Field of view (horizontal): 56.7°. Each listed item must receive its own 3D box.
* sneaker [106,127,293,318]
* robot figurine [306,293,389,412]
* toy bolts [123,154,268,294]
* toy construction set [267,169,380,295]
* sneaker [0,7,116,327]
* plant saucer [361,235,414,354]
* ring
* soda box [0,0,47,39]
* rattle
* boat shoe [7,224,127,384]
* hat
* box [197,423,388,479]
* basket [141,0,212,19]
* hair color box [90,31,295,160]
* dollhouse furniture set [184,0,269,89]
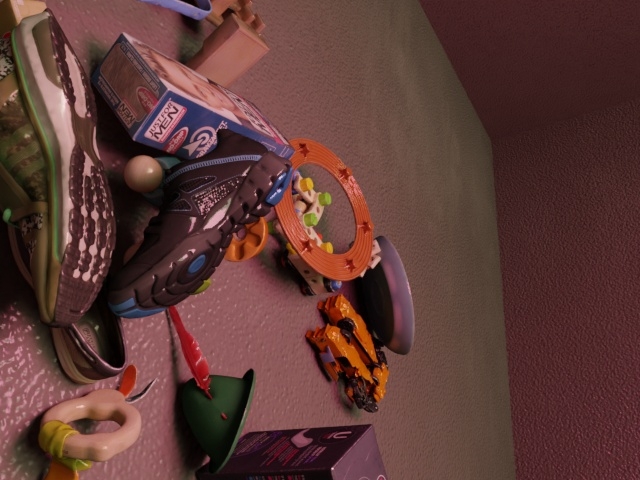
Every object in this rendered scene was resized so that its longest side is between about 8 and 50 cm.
[{"bbox_3d":[-0.193,-0.029,0.875,0.140,0.125,0.341,37,62,11],"label":"sneaker"},{"bbox_3d":[0.080,0.284,1.460,0.290,0.085,0.211,59,33,-26],"label":"robot figurine"},{"bbox_3d":[-0.223,-0.043,0.961,0.158,0.219,0.228,17,53,-67],"label":"toy bolts"},{"bbox_3d":[0.000,0.000,1.400,0.328,0.151,0.214,41,43,-30],"label":"toy construction set"},{"bbox_3d":[-0.378,-0.083,0.750,0.158,0.182,0.409,84,-6,-75],"label":"sneaker"},{"bbox_3d":[0.165,0.146,1.553,0.317,0.044,0.317,171,-90,-79],"label":"plant saucer"},{"bbox_3d":[0.018,-0.074,1.307,0.337,0.032,0.336,27,51,-40],"label":"ring"},{"bbox_3d":[-0.413,-0.250,0.859,0.061,0.058,0.181,-24,98,-61],"label":"soda box"},{"bbox_3d":[-0.299,0.276,0.821,0.199,0.130,0.142,-89,172,-81],"label":"rattle"},{"bbox_3d":[-0.337,0.060,0.819,0.103,0.093,0.284,-22,96,-58],"label":"boat shoe"},{"bbox_3d":[-0.222,0.255,0.980,0.184,0.172,0.208,26,30,-12],"label":"hat"},{"bbox_3d":[-0.042,0.414,0.998,0.165,0.271,0.143,-19,94,-61],"label":"box"},{"bbox_3d":[-0.321,-0.514,0.986,0.255,0.201,0.288,-16,82,-62],"label":"basket"},{"bbox_3d":[-0.214,-0.221,1.074,0.174,0.105,0.347,49,18,27],"label":"hair color box"},{"bbox_3d":[-0.235,-0.442,1.221,0.212,0.161,0.242,18,40,-57],"label":"dollhouse furniture set"}]
